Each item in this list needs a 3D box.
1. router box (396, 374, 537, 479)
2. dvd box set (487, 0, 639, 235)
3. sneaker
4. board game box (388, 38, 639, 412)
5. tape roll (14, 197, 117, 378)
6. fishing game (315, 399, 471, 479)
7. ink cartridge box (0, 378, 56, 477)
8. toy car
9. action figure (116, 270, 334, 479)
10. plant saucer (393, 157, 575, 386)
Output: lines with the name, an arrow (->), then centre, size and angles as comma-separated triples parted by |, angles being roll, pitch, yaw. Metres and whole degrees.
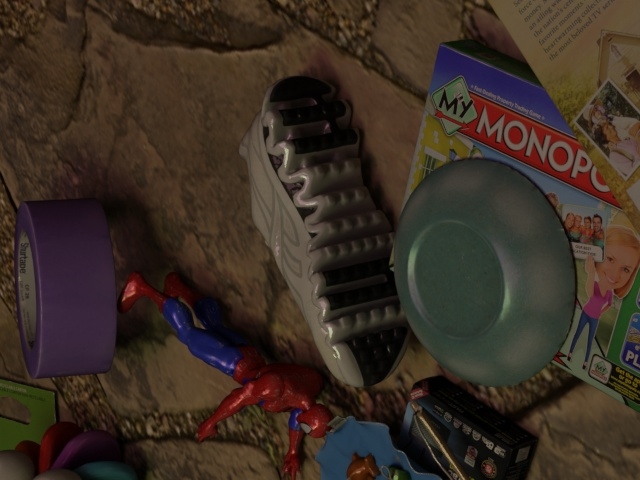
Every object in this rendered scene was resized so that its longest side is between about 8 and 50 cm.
router box -> 0.125, 0.189, 1.438 | 0.122, 0.038, 0.092 | 32, 120, 37
dvd box set -> 0.279, -0.193, 1.158 | 0.307, 0.062, 0.420 | -45, 63, 33
sneaker -> 0.000, 0.000, 1.490 | 0.118, 0.110, 0.292 | -37, 64, 50
board game box -> 0.202, -0.011, 1.318 | 0.317, 0.046, 0.213 | 30, 119, 38
tape roll -> -0.272, 0.050, 1.724 | 0.189, 0.080, 0.189 | 177, 90, -72
fishing game -> 0.055, 0.248, 1.479 | 0.189, 0.041, 0.264 | 57, 143, 9
ink cartridge box -> -0.398, 0.300, 1.940 | 0.189, 0.097, 0.255 | 7, 103, 44
toy car -> -0.275, 0.269, 1.797 | 0.182, 0.159, 0.136 | 13, 69, 38
action figure -> -0.095, 0.147, 1.613 | 0.280, 0.091, 0.139 | 29, 109, 39
plant saucer -> 0.122, 0.030, 1.348 | 0.195, 0.037, 0.195 | 10, 105, 44
